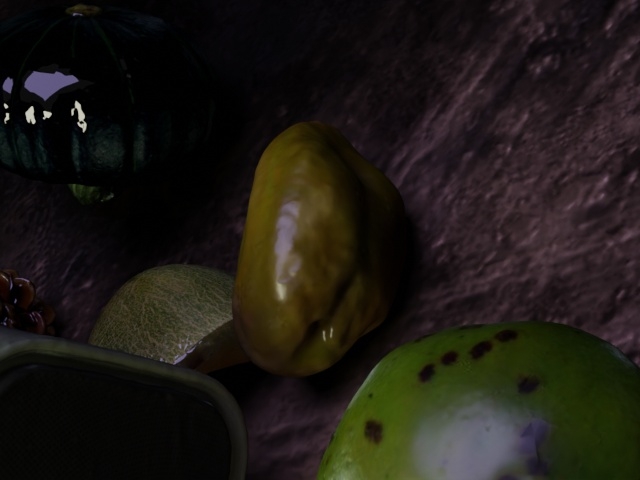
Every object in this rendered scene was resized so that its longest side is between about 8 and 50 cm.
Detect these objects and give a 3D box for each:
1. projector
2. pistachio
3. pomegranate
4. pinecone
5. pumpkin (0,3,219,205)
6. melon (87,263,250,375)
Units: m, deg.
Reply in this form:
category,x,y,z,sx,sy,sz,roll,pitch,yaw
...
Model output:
category,x,y,z,sx,sy,sz,roll,pitch,yaw
projector,-0.224,0.173,1.183,0.249,0.248,0.248,6,83,39
pistachio,-0.001,-0.003,1.280,0.100,0.110,0.189,0,54,21
pomegranate,0.114,0.137,1.051,0.211,0.263,0.211,10,108,31
pinecone,-0.245,0.070,1.418,0.102,0.102,0.109,-28,11,16
pumpkin,-0.172,-0.107,1.449,0.194,0.194,0.150,-7,82,32
melon,-0.113,0.069,1.324,0.160,0.079,0.128,-47,57,-2
